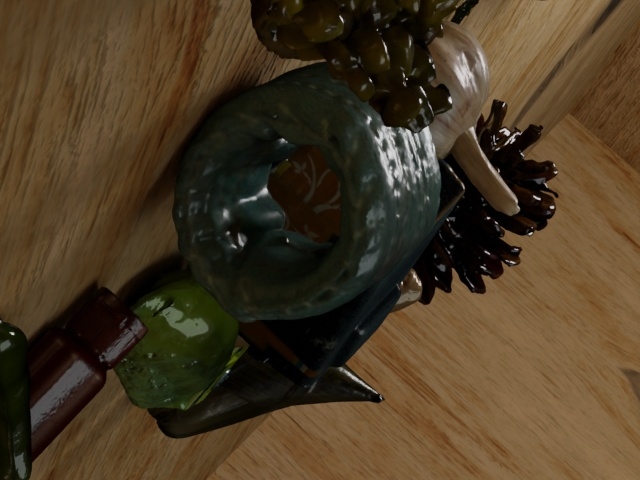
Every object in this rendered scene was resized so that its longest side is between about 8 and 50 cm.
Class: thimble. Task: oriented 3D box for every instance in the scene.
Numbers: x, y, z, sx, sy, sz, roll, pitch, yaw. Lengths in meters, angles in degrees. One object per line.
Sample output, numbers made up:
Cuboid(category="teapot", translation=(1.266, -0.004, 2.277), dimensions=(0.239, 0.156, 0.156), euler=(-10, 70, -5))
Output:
Cuboid(category="thimble", translation=(-0.016, -0.034, 1.431), dimensions=(0.143, 0.198, 0.235), euler=(-33, 157, -58))

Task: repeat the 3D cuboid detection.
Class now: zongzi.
Cuboid(category="zongzi", translation=(-0.076, 0.202, 2.125), dimensions=(0.221, 0.242, 0.112), euler=(-49, 179, -14))

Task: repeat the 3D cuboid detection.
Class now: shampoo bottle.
Cuboid(category="shampoo bottle", translation=(-0.261, 0.153, 1.482), dimensions=(0.260, 0.064, 0.102), euler=(-47, 158, -13))

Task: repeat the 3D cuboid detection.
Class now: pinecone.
Cuboid(category="pinecone", translation=(0.197, -0.061, 2.349), dimensions=(0.296, 0.242, 0.298), euler=(-49, 167, 25))

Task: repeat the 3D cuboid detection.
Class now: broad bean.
Cuboid(category="broad bean", translation=(-0.254, 0.134, 1.368), dimensions=(0.069, 0.039, 0.226), euler=(-82, 179, -48))

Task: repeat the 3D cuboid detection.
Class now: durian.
Cuboid(category="durian", translation=(-0.149, 0.100, 1.724), dimensions=(0.139, 0.101, 0.250), euler=(-43, 167, -28))

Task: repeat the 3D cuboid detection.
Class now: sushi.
Cuboid(category="sushi", translation=(0.041, -0.185, 1.075), dimensions=(0.167, 0.179, 0.296), euler=(-56, 172, 14))

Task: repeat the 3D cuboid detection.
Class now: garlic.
Cuboid(category="garlic", translation=(0.135, -0.112, 1.812), dimensions=(0.199, 0.226, 0.199), euler=(-45, 177, -3))

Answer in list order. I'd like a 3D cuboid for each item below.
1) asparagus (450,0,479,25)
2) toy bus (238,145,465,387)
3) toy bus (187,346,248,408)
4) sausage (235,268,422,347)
Cuboid(category="asparagus", translation=(0.152, -0.242, 2.013), dimensions=(0.023, 0.022, 0.233), euler=(6, 146, -23))
Cuboid(category="toy bus", translation=(0.000, 0.000, 1.715), dimensions=(0.162, 0.194, 0.323), euler=(-45, 172, -30))
Cuboid(category="toy bus", translation=(-0.123, 0.108, 1.971), dimensions=(0.175, 0.088, 0.101), euler=(-50, 173, 14))
Cuboid(category="sausage", translation=(-0.027, 0.077, 1.890), dimensions=(0.301, 0.065, 0.066), euler=(-11, 161, -15))
